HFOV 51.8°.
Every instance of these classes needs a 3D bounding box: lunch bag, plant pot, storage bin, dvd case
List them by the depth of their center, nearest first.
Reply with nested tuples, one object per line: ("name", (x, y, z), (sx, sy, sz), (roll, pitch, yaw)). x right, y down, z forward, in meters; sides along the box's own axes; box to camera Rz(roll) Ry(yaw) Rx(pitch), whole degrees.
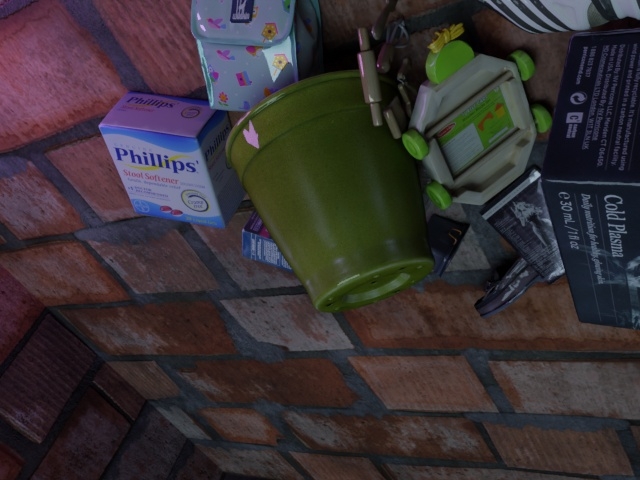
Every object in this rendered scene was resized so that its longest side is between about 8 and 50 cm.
("plant pot", (0.044, -0.066, 1.249), (0.366, 0.353, 0.366), (-17, 160, -6))
("lunch bag", (-0.117, -0.384, 1.257), (0.223, 0.160, 0.262), (9, 129, 21))
("dvd case", (0.467, -0.029, 1.390), (0.221, 0.018, 0.164), (46, 131, 2))
("storage bin", (0.272, 0.003, 1.517), (0.091, 0.135, 0.098), (28, 143, 12))

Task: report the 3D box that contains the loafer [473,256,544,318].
("loafer", (0.455, 0.073, 1.534), (0.095, 0.109, 0.302), (46, 134, 3))

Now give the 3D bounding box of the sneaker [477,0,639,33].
("sneaker", (0.282, -0.481, 0.923), (0.257, 0.169, 0.447), (-6, 128, 39))

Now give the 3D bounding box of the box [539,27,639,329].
("box", (0.630, -0.063, 1.002), (0.472, 0.297, 0.480), (4, 151, 31))

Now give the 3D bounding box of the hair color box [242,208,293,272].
("hair color box", (0.000, 0.000, 1.616), (0.347, 0.174, 0.105), (18, 140, 9))

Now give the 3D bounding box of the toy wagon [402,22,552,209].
("toy wagon", (0.266, -0.228, 1.172), (0.344, 0.267, 0.068), (58, 171, -33))

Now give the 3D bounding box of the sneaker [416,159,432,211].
("sneaker", (0.216, -0.121, 1.383), (0.114, 0.152, 0.305), (23, 140, 3))

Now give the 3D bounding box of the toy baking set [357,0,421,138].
("toy baking set", (0.118, -0.310, 1.156), (0.030, 0.197, 0.256), (-4, 107, 32))

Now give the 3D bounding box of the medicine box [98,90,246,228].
("medicine box", (-0.347, -0.194, 1.600), (0.263, 0.149, 0.289), (10, 140, 18))
